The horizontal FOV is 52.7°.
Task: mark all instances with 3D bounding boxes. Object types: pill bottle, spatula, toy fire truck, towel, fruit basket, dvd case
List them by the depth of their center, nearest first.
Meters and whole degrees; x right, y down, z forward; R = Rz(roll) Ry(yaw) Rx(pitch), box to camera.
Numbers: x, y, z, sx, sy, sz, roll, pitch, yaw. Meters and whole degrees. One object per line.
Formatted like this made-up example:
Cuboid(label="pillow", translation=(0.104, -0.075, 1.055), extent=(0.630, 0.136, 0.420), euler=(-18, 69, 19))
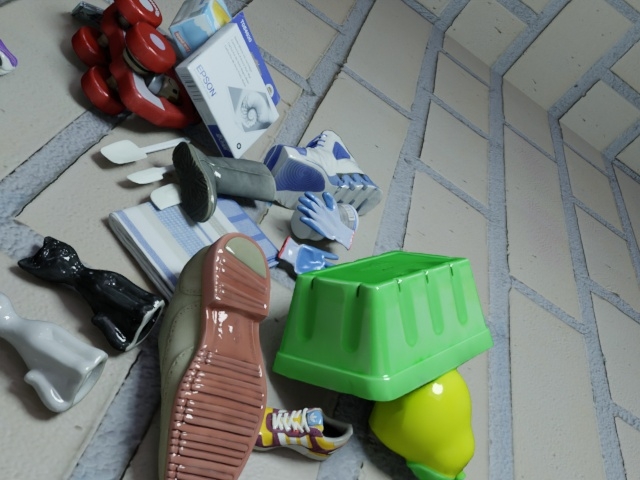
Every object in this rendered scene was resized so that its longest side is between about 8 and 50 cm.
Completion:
Cuboid(label="fruit basket", translation=(0.132, 0.221, 1.114), extent=(0.392, 0.282, 0.392), euler=(-8, 101, -48))
Cuboid(label="towel", translation=(-0.214, 0.002, 1.154), extent=(0.209, 0.034, 0.285), euler=(48, 34, 14))
Cuboid(label="spatula", translation=(-0.282, -0.144, 1.232), extent=(0.168, 0.019, 0.242), euler=(39, 31, 11))
Cuboid(label="toy fire truck", translation=(-0.342, -0.349, 1.318), extent=(0.254, 0.169, 0.302), euler=(25, 35, -52))
Cuboid(label="pill bottle", translation=(0.009, -0.039, 1.363), extent=(0.137, 0.078, 0.078), euler=(-4, 55, -44))
Cuboid(label="dvd case", translation=(-0.469, -0.481, 1.397), extent=(0.119, 0.087, 0.013), euler=(14, 86, -34))

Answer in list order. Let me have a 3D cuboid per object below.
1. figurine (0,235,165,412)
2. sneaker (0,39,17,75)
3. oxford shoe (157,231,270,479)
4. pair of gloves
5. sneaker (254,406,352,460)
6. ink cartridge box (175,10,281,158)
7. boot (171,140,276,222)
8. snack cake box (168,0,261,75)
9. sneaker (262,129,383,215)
Cuboid(label="figurine", translation=(-0.361, 0.098, 0.884), extent=(0.209, 0.092, 0.215), euler=(34, 36, 4))
Cuboid(label="sneaker", translation=(-0.620, -0.359, 1.153), extent=(0.170, 0.068, 0.071), euler=(44, 19, -11))
Cuboid(label="oxford shoe", translation=(-0.168, 0.187, 0.930), extent=(0.140, 0.146, 0.397), euler=(33, 52, -36))
Cuboid(label="pair of gloves", translation=(0.000, 0.000, 1.279), extent=(0.159, 0.023, 0.198), euler=(36, 62, -30))
Cuboid(label="sneaker", translation=(-0.041, 0.278, 0.976), extent=(0.185, 0.084, 0.070), euler=(19, 41, -28))
Cuboid(label="ink cartridge box", translation=(-0.165, -0.316, 1.318), extent=(0.224, 0.045, 0.223), euler=(-55, 136, -32))
Cuboid(label="boot", translation=(-0.171, -0.098, 1.234), extent=(0.208, 0.076, 0.190), euler=(20, 45, -49))
Cuboid(label="snack cake box", translation=(-0.213, -0.386, 1.404), extent=(0.152, 0.089, 0.264), euler=(-87, 156, -49))
Cuboid(label="sneaker", translation=(-0.015, -0.164, 1.452), extent=(0.315, 0.127, 0.182), euler=(12, 40, -44))
